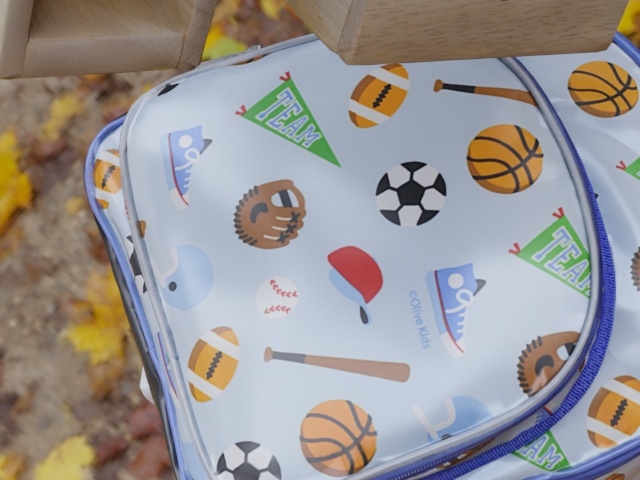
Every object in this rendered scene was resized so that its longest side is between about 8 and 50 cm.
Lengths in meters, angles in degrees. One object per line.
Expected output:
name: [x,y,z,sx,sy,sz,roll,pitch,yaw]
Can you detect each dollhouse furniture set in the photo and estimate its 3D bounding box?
dollhouse furniture set: [0.038,-0.243,0.443,0.174,0.303,0.355,49,135,39]

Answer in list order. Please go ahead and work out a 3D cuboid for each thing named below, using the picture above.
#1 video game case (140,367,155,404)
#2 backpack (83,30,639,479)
video game case: [0.000,0.000,0.900,0.190,0.022,0.173,-13,47,19]
backpack: [0.046,0.015,0.729,0.263,0.213,0.276,-18,77,-1]
